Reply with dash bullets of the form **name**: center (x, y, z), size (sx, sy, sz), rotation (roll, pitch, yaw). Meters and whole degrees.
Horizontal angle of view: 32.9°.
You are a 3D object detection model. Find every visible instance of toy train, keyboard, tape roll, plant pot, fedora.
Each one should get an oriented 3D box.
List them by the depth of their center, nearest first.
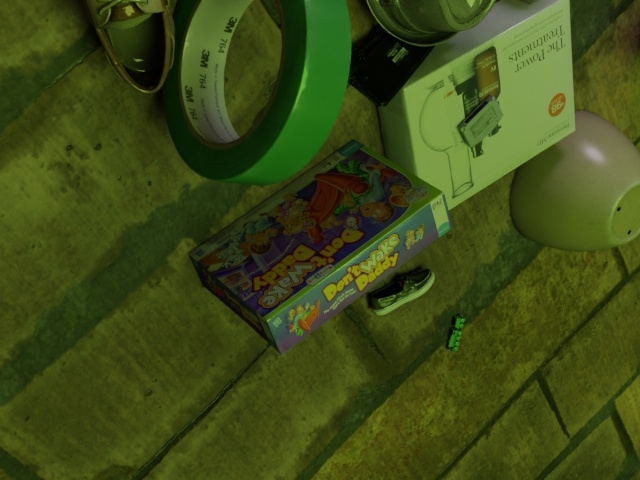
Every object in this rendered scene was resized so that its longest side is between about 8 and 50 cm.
- **tape roll**: center (-0.092, -0.235, 1.434), size (0.077, 0.321, 0.321), rotation (5, 111, -41)
- **fedora**: center (0.185, -0.426, 1.655), size (0.244, 0.124, 0.275), rotation (-29, 120, -25)
- **keyboard**: center (0.110, -0.299, 1.739), size (0.100, 0.038, 0.192), rotation (42, 62, -5)
- **plant pot**: center (0.540, -0.090, 2.127), size (0.284, 0.191, 0.284), rotation (-20, 126, -29)
- **toy train**: center (0.273, 0.189, 2.194), size (0.024, 0.017, 0.083), rotation (-3, 116, -27)

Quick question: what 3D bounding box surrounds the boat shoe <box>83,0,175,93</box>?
- **boat shoe**: center (-0.243, -0.317, 1.350), size (0.123, 0.116, 0.324), rotation (-16, 142, 0)

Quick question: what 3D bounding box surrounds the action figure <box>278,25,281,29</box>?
- **action figure**: center (-0.010, -0.347, 1.644), size (0.115, 0.030, 0.038), rotation (-44, 129, -13)

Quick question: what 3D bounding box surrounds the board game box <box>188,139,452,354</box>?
- **board game box**: center (0.000, 0.000, 1.709), size (0.347, 0.233, 0.078), rotation (-36, 133, -18)

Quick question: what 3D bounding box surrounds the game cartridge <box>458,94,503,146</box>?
- **game cartridge**: center (0.272, -0.200, 1.835), size (0.083, 0.017, 0.056), rotation (-44, 131, -9)

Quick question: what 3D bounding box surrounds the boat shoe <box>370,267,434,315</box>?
- **boat shoe**: center (0.153, 0.089, 2.016), size (0.142, 0.049, 0.040), rotation (-32, 130, -18)

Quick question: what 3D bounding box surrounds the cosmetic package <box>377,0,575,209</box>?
- **cosmetic package**: center (0.279, -0.240, 1.896), size (0.377, 0.097, 0.284), rotation (-32, 133, -21)
